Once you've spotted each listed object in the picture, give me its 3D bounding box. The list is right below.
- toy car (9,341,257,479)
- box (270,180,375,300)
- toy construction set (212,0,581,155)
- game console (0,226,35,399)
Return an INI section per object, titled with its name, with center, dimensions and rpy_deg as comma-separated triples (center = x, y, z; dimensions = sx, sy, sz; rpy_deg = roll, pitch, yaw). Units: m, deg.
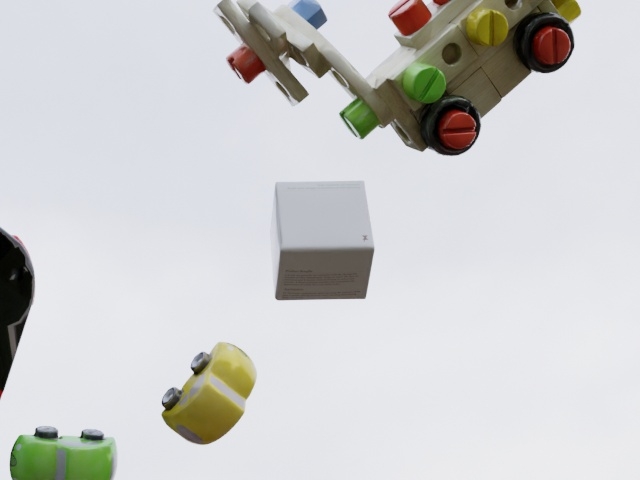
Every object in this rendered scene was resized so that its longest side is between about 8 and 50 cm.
[toy car]
center = -0.167, 0.209, 1.719
dimensions = 0.225, 0.239, 0.053
rpy_deg = 4, 9, -21
[box]
center = 0.000, 0.000, 2.019
dimensions = 0.101, 0.102, 0.087
rpy_deg = -1, -40, -7
[toy construction set]
center = 0.085, -0.197, 1.486
dimensions = 0.328, 0.151, 0.215
rpy_deg = -36, -67, 5
[game console]
center = -0.446, 0.077, 1.872
dimensions = 0.060, 0.342, 0.386
rpy_deg = -2, -30, 34
